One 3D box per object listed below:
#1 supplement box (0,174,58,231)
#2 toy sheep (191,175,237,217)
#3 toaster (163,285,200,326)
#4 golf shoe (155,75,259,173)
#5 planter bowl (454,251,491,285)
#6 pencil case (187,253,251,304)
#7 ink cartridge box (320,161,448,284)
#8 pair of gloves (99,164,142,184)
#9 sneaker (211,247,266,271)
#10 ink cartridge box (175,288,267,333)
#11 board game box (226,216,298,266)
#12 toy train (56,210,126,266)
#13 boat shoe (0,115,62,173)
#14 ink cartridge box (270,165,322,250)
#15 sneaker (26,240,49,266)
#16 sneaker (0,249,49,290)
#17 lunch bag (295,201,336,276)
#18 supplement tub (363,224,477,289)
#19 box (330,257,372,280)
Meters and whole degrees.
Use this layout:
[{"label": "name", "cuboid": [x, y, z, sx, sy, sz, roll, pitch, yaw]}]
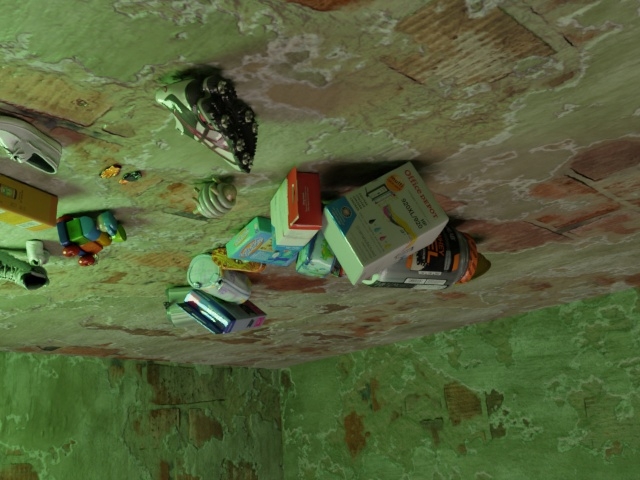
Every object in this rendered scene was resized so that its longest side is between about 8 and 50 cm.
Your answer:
[{"label": "supplement box", "cuboid": [-0.695, -0.089, 1.545, 0.080, 0.078, 0.233, -9, 161, 23]}, {"label": "toy sheep", "cuboid": [-0.247, -0.095, 1.623, 0.132, 0.091, 0.091, -22, 156, 29]}, {"label": "toaster", "cuboid": [-0.468, 0.231, 2.489, 0.146, 0.129, 0.227, -7, 160, -4]}, {"label": "golf shoe", "cuboid": [-0.194, -0.215, 1.286, 0.120, 0.105, 0.273, 7, 159, 18]}, {"label": "planter bowl", "cuboid": [0.412, 0.060, 2.174, 0.217, 0.090, 0.217, -19, -166, 5]}, {"label": "pencil case", "cuboid": [-0.314, 0.127, 2.222, 0.124, 0.114, 0.273, 13, 168, 19]}, {"label": "ink cartridge box", "cuboid": [0.143, -0.038, 1.622, 0.232, 0.171, 0.168, -28, 167, -13]}, {"label": "pair of gloves", "cuboid": [-0.442, -0.143, 1.544, 0.074, 0.010, 0.083, -21, 156, 40]}, {"label": "sneaker", "cuboid": [-0.244, 0.065, 2.077, 0.175, 0.064, 0.067, 15, 176, 20]}, {"label": "ink cartridge box", "cuboid": [-0.327, 0.231, 2.350, 0.185, 0.065, 0.311, 35, -166, 20]}, {"label": "board game box", "cuboid": [-0.135, 0.007, 1.965, 0.210, 0.047, 0.160, 11, 144, -40]}, {"label": "toy train", "cuboid": [-0.572, 0.000, 1.828, 0.143, 0.105, 0.248, -19, 161, 1]}, {"label": "boat shoe", "cuboid": [-0.566, -0.178, 1.327, 0.066, 0.063, 0.184, -9, 161, 14]}, {"label": "ink cartridge box", "cuboid": [-0.054, -0.072, 1.651, 0.078, 0.134, 0.231, 3, 161, -18]}, {"label": "sneaker", "cuboid": [-0.797, 0.048, 1.961, 0.053, 0.061, 0.152, -3, 163, -11]}, {"label": "sneaker", "cuboid": [-0.853, 0.082, 1.921, 0.228, 0.086, 0.132, 17, 180, -35]}, {"label": "lunch bag", "cuboid": [0.000, 0.000, 1.804, 0.090, 0.176, 0.219, 16, 169, -5]}, {"label": "supplement tub", "cuboid": [0.272, 0.041, 1.979, 0.315, 0.194, 0.193, 3, 160, -24]}, {"label": "box", "cuboid": [0.104, -0.003, 1.805, 0.114, 0.207, 0.036, 8, -170, -33]}]
